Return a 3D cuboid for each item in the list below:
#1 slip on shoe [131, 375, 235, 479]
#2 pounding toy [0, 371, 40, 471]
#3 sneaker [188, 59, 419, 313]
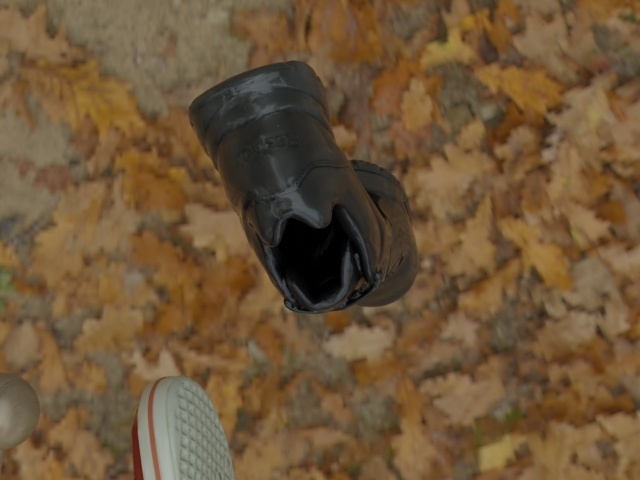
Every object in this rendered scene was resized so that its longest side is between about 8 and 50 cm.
[{"bbox_3d":[-0.112,0.246,1.080,0.101,0.123,0.331,6,104,13],"label":"slip on shoe"},{"bbox_3d":[-0.321,0.150,1.132,0.237,0.110,0.183,17,113,-12],"label":"pounding toy"},{"bbox_3d":[0.000,0.000,1.120,0.109,0.130,0.286,-25,152,12],"label":"sneaker"}]
